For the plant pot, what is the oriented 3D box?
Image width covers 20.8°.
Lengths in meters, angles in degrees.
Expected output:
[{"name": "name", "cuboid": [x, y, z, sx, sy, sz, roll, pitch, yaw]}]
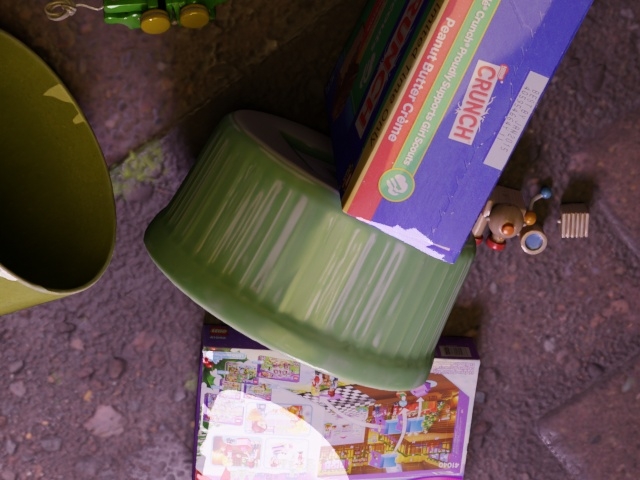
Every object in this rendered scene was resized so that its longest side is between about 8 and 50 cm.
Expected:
[{"name": "plant pot", "cuboid": [-0.392, -0.023, 1.647, 0.293, 0.275, 0.275, -25, 114, 26]}]

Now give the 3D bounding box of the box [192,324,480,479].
[{"name": "box", "cuboid": [0.013, 0.196, 1.859, 0.293, 0.057, 0.201, 4, 113, -5]}]

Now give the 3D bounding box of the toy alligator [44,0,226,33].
[{"name": "toy alligator", "cuboid": [-0.166, -0.221, 1.666, 0.189, 0.056, 0.051, -8, 155, 0]}]

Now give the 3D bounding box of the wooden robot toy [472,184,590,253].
[{"name": "wooden robot toy", "cuboid": [0.190, -0.016, 1.763, 0.173, 0.079, 0.076, 13, 113, -9]}]

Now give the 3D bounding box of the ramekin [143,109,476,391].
[{"name": "ramekin", "cuboid": [0.000, 0.000, 1.645, 0.303, 0.303, 0.148, 25, 103, -14]}]

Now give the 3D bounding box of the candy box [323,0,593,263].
[{"name": "candy box", "cuboid": [0.112, -0.172, 1.557, 0.122, 0.317, 0.268, 22, 111, -13]}]
